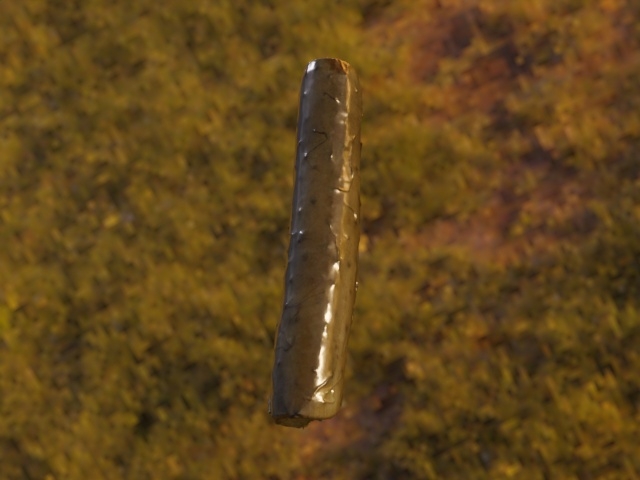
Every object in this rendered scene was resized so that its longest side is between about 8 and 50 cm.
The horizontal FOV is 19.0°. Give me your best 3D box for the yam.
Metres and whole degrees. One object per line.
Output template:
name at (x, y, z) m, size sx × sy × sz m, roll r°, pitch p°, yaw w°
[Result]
yam at (0.000, 0.000, 1.854) m, size 0.083 × 0.083 × 0.372 m, roll -10°, pitch 66°, yaw 35°
